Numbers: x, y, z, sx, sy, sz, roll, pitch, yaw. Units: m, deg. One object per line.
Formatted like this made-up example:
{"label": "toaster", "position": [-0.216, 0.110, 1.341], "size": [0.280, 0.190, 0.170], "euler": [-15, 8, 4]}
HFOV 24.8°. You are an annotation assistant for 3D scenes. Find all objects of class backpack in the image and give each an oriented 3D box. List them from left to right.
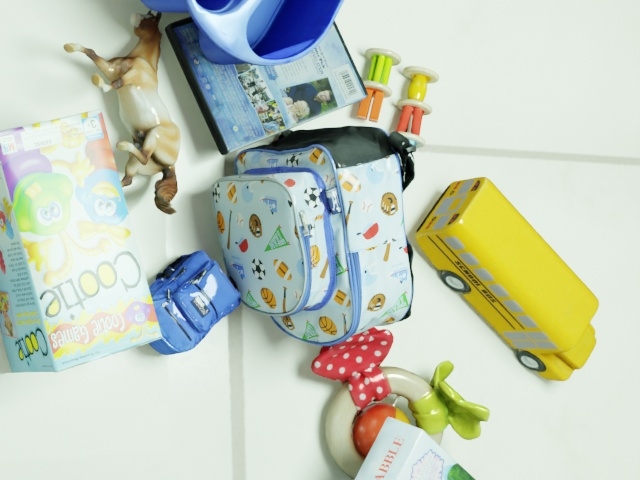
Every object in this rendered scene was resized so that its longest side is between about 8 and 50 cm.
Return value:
{"label": "backpack", "position": [-0.169, 0.079, 1.805], "size": [0.120, 0.101, 0.098], "euler": [-42, 101, -25]}
{"label": "backpack", "position": [0.000, 0.000, 1.835], "size": [0.213, 0.276, 0.263], "euler": [-24, 105, -27]}

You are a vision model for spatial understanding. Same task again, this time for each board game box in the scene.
{"label": "board game box", "position": [-0.308, 0.003, 1.697], "size": [0.142, 0.144, 0.275], "euler": [-17, 95, -33]}
{"label": "board game box", "position": [0.111, 0.441, 1.889], "size": [0.318, 0.066, 0.319], "euler": [45, 68, -43]}

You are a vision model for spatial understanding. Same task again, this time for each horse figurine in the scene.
{"label": "horse figurine", "position": [-0.225, -0.154, 1.791], "size": [0.174, 0.066, 0.263], "euler": [-18, 89, -65]}

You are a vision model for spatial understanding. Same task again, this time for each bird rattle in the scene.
{"label": "bird rattle", "position": [0.091, 0.228, 1.944], "size": [0.253, 0.143, 0.207], "euler": [24, 89, -25]}

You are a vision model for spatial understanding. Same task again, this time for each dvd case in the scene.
{"label": "dvd case", "position": [-0.067, -0.233, 1.910], "size": [0.253, 0.022, 0.180], "euler": [-25, 91, -36]}

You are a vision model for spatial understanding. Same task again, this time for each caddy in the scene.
{"label": "caddy", "position": [-0.068, -0.372, 1.789], "size": [0.241, 0.179, 0.341], "euler": [38, 68, -30]}

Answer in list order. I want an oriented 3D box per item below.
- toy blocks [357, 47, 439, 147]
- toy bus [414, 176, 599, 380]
{"label": "toy blocks", "position": [0.099, -0.179, 2.026], "size": [0.123, 0.054, 0.148], "euler": [20, 75, -30]}
{"label": "toy bus", "position": [0.282, 0.060, 2.072], "size": [0.333, 0.130, 0.108], "euler": [45, 64, -20]}
